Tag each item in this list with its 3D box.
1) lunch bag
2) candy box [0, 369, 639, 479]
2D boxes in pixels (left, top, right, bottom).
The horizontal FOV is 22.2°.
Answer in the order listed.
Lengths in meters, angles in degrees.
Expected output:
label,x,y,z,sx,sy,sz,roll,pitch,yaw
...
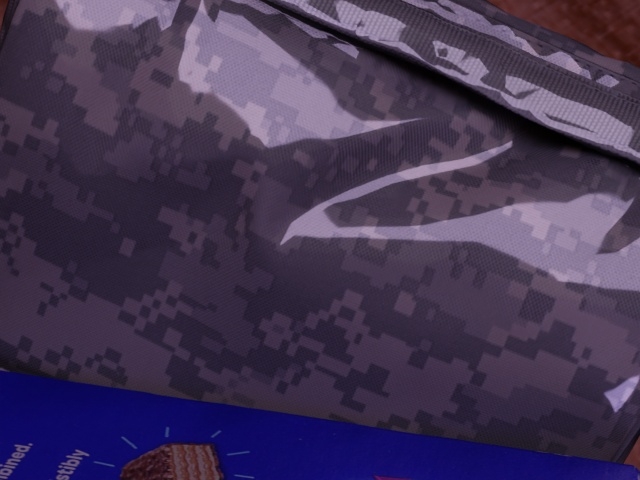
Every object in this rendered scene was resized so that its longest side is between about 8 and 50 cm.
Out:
label,x,y,z,sx,sy,sz,roll,pitch,yaw
lunch bag,0.000,0.000,0.654,0.305,0.256,0.213,25,49,-2
candy box,-0.071,0.158,0.495,0.317,0.122,0.268,9,26,9
